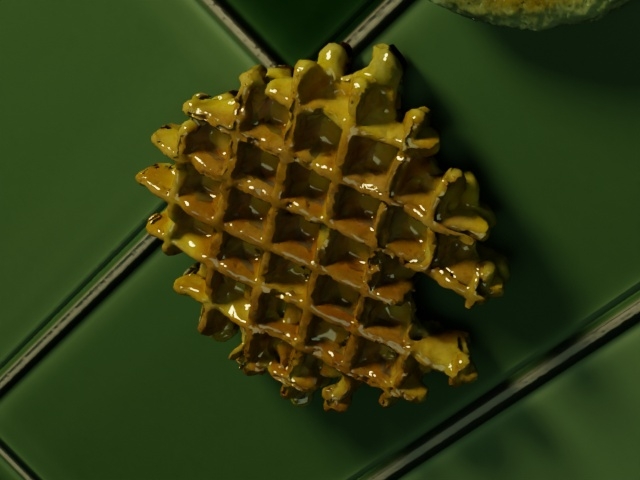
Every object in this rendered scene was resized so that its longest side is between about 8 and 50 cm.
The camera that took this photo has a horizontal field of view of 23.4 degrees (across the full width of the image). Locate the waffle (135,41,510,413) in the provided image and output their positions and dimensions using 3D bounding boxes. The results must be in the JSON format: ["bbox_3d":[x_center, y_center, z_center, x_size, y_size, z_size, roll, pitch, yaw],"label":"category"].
[{"bbox_3d":[0.000,0.000,0.929,0.231,0.051,0.229,-16,111,36],"label":"waffle"}]

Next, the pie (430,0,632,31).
[{"bbox_3d":[0.100,-0.192,0.758,0.187,0.041,0.187,14,125,21],"label":"pie"}]
